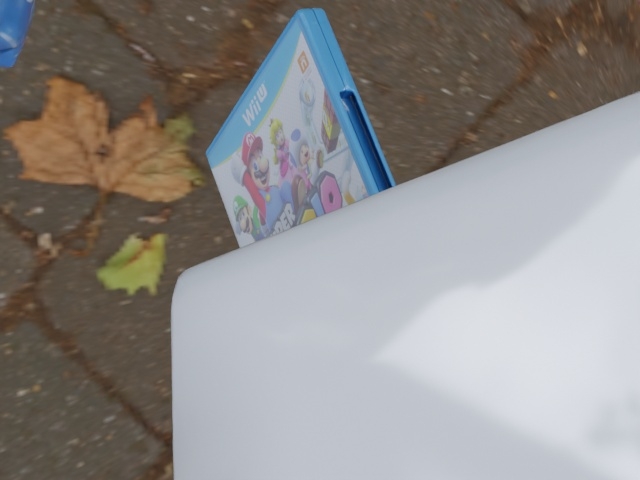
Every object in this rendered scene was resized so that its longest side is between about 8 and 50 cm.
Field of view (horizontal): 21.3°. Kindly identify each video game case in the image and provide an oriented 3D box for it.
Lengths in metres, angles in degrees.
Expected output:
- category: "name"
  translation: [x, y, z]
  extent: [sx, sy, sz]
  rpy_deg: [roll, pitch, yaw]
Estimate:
- category: "video game case"
  translation: [0.000, 0.000, 0.745]
  extent: [0.015, 0.119, 0.166]
  rpy_deg: [-7, 64, -30]

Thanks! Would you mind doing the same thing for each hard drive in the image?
- category: "hard drive"
  translation: [0.083, 0.063, 0.414]
  extent: [0.308, 0.040, 0.203]
  rpy_deg: [-21, 62, 38]

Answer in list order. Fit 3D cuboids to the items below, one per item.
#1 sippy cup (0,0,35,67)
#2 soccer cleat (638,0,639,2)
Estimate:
- category: "sippy cup"
  translation: [-0.259, -0.222, 1.040]
  extent: [0.240, 0.305, 0.224]
  rpy_deg: [-6, 79, 38]
- category: "soccer cleat"
  translation: [0.285, -0.097, 0.911]
  extent: [0.331, 0.143, 0.116]
  rpy_deg: [42, 104, 9]
